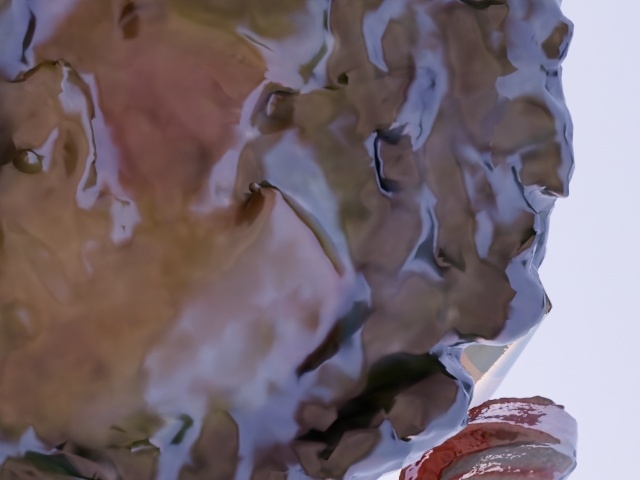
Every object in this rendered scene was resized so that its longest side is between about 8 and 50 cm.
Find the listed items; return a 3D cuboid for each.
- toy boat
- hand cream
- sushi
[{"bbox_3d":[0.105,0.240,1.078,0.206,0.282,0.096,-20,-79,45],"label":"toy boat"},{"bbox_3d":[0.180,0.110,1.378,0.312,0.070,0.111,113,-34,-51],"label":"hand cream"},{"bbox_3d":[-0.062,-0.073,0.454,0.178,0.294,0.351,163,-87,-76],"label":"sushi"}]
